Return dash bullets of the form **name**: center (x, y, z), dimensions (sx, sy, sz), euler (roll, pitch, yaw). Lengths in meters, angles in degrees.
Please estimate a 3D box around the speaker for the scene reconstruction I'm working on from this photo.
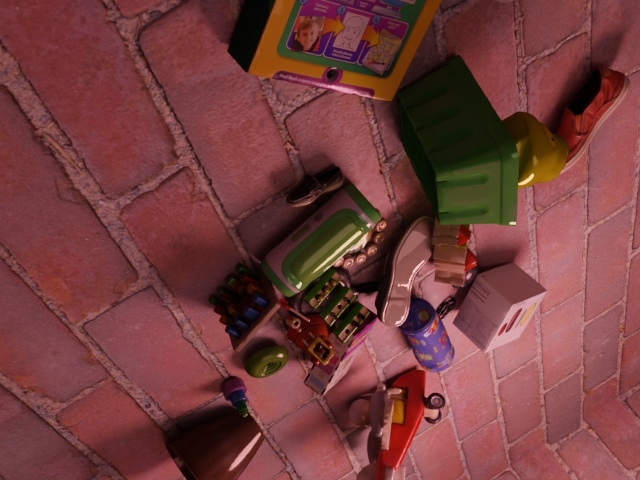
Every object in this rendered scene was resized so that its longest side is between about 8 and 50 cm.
- **speaker**: center (0.000, 0.000, 1.860), dimensions (0.296, 0.131, 0.131), euler (-41, 139, 5)

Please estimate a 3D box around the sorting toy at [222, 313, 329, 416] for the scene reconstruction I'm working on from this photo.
- **sorting toy**: center (-0.105, 0.353, 2.087), dimensions (0.365, 0.126, 0.127), euler (-39, 146, 12)

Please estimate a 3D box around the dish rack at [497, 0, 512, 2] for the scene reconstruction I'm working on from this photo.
- **dish rack**: center (0.467, -0.675, 1.591), dimensions (0.332, 0.072, 0.286), euler (-28, 138, -10)

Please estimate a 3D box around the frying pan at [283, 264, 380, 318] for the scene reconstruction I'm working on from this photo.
- **frying pan**: center (0.041, 0.161, 2.104), dimensions (0.326, 0.053, 0.197), euler (24, 113, -42)

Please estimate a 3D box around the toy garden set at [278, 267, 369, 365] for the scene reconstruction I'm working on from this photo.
- **toy garden set**: center (0.002, 0.183, 1.974), dimensions (0.204, 0.049, 0.244), euler (-48, 118, -16)

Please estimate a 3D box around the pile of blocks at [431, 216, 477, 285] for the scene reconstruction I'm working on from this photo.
- **pile of blocks**: center (0.369, 0.011, 2.082), dimensions (0.112, 0.149, 0.362), euler (10, 157, 14)

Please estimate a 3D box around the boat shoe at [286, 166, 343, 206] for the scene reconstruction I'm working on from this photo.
- **boat shoe**: center (-0.016, -0.127, 1.788), dimensions (0.152, 0.056, 0.049), euler (-30, 135, -22)

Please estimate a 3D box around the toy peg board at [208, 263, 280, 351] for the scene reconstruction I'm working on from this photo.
- **toy peg board**: center (-0.192, 0.149, 1.853), dimensions (0.079, 0.161, 0.161), euler (33, 106, -31)

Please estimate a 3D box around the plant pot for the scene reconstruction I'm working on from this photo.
- **plant pot**: center (-0.278, 0.586, 2.180), dimensions (0.230, 0.215, 0.215), euler (-36, 142, -23)

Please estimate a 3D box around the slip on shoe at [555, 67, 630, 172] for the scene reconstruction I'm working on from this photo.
- **slip on shoe**: center (0.676, -0.313, 2.058), dimensions (0.101, 0.123, 0.331), euler (24, 114, -21)

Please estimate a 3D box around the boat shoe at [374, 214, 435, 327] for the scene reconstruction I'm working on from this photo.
- **boat shoe**: center (0.216, 0.073, 2.108), dimensions (0.112, 0.095, 0.335), euler (7, 112, -24)

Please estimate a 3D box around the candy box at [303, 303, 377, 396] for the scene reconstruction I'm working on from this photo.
- **candy box**: center (0.057, 0.306, 2.181), dimensions (0.159, 0.071, 0.233), euler (-29, 149, -58)

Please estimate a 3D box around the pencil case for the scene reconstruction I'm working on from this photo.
- **pencil case**: center (0.315, 0.289, 2.354), dimensions (0.133, 0.119, 0.306), euler (-1, 147, 24)

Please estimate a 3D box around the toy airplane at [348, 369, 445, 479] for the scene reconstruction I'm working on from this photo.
- **toy airplane**: center (0.200, 0.612, 2.466), dimensions (0.384, 0.272, 0.386), euler (-21, 134, -67)

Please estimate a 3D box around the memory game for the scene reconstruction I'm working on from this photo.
- **memory game**: center (0.094, -0.005, 1.996), dimensions (0.186, 0.012, 0.186), euler (-19, 132, -22)

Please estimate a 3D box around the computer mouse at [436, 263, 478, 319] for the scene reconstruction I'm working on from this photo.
- **computer mouse**: center (0.415, 0.155, 2.359), dimensions (0.071, 0.041, 0.242), euler (-4, 131, -33)

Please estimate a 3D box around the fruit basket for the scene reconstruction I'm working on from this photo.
- **fruit basket**: center (0.390, -0.219, 1.739), dimensions (0.392, 0.392, 0.283), euler (-26, 138, -12)

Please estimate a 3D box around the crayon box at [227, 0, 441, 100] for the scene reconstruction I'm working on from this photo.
- **crayon box**: center (0.045, -0.450, 1.484), dimensions (0.362, 0.106, 0.313), euler (3, 125, -37)

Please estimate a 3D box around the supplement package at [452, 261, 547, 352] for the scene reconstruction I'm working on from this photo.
- **supplement package**: center (0.552, 0.205, 2.394), dimensions (0.194, 0.149, 0.203), euler (-14, 136, -41)
